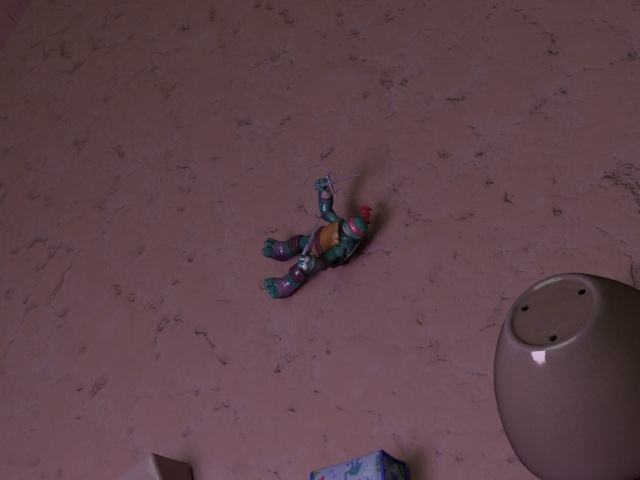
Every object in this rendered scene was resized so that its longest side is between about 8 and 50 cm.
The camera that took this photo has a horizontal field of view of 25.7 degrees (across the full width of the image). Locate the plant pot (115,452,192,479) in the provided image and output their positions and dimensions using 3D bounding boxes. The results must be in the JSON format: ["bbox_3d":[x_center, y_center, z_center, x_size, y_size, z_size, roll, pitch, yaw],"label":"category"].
[{"bbox_3d":[-0.265,0.422,2.275,0.109,0.109,0.096,-38,58,14],"label":"plant pot"}]

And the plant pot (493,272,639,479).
[{"bbox_3d":[0.340,0.152,1.829,0.284,0.191,0.284,-23,36,18],"label":"plant pot"}]

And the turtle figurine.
[{"bbox_3d":[0.000,0.000,2.319,0.234,0.118,0.175,-36,28,38],"label":"turtle figurine"}]

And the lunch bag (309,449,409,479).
[{"bbox_3d":[0.059,0.394,2.026,0.129,0.096,0.151,-21,57,27],"label":"lunch bag"}]
